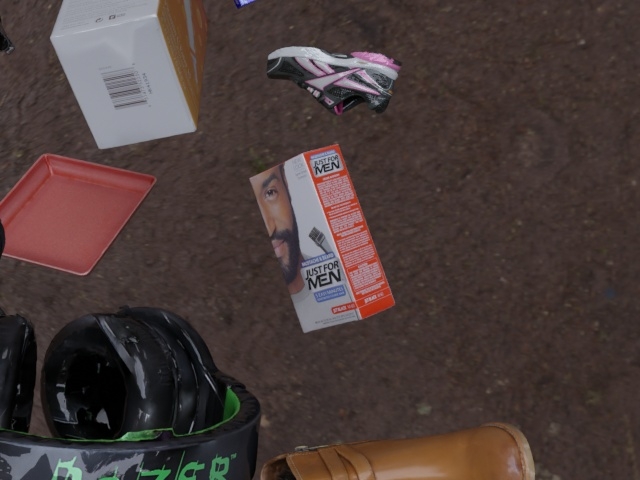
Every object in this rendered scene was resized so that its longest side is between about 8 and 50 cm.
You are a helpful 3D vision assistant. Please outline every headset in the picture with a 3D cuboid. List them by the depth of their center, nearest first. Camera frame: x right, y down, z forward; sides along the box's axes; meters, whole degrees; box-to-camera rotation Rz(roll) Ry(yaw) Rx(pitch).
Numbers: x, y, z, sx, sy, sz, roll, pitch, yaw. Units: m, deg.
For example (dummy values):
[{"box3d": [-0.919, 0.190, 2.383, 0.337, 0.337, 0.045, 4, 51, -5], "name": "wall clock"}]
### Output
[{"box3d": [-0.202, 0.088, 0.728, 0.244, 0.394, 0.185, 3, 95, -35], "name": "headset"}]

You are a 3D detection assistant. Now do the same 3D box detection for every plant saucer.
[{"box3d": [-0.463, -0.041, 1.776, 0.047, 0.259, 0.258, 82, 28, -46], "name": "plant saucer"}]

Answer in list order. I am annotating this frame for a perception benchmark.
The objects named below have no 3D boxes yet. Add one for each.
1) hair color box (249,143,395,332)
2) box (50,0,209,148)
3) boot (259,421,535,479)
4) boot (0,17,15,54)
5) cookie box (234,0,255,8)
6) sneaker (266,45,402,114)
[{"box3d": [0.000, 0.000, 0.959, 0.053, 0.093, 0.167, -18, 89, -41], "name": "hair color box"}, {"box3d": [-0.300, -0.346, 1.603, 0.168, 0.345, 0.215, -10, 131, 6], "name": "box"}, {"box3d": [0.077, 0.254, 1.072, 0.220, 0.283, 0.109, 5, 80, -27], "name": "boot"}, {"box3d": [-0.642, -0.451, 1.672, 0.091, 0.229, 0.263, -39, 141, 16], "name": "boot"}, {"box3d": [-0.082, -0.383, 1.343, 0.107, 0.040, 0.091, -26, 103, -9], "name": "cookie box"}, {"box3d": [0.009, -0.196, 1.211, 0.072, 0.178, 0.077, 8, 91, -62], "name": "sneaker"}]
